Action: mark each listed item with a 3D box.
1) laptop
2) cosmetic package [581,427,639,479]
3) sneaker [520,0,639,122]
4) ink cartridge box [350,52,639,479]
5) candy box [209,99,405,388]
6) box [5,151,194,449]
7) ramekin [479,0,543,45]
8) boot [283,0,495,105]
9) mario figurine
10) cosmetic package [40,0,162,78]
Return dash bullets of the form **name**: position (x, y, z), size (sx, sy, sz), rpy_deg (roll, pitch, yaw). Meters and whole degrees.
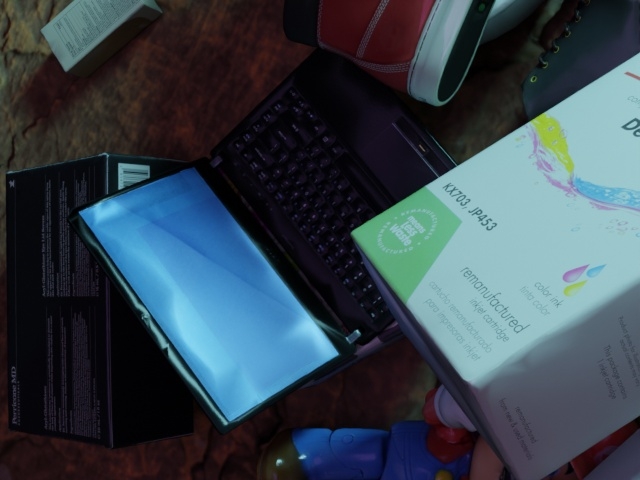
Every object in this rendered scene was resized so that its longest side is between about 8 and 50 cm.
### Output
- **laptop**: position (-0.029, -0.018, 0.808), size (0.264, 0.136, 0.234), rpy_deg (-42, 76, 14)
- **cosmetic package**: position (0.317, 0.256, 0.705), size (0.284, 0.097, 0.377), rpy_deg (40, 103, -18)
- **sneaker**: position (0.225, -0.181, 0.826), size (0.118, 0.083, 0.221), rpy_deg (-6, 87, 20)
- **ink cartridge box**: position (0.224, -0.015, 0.683), size (0.354, 0.119, 0.207), rpy_deg (-32, 34, -3)
- **candy box**: position (0.000, 0.000, 0.908), size (0.159, 0.071, 0.233), rpy_deg (-30, 78, 16)
- **box**: position (-0.217, 0.057, 0.938), size (0.184, 0.103, 0.261), rpy_deg (-3, 87, 42)
- **ramekin**: position (0.094, -0.296, 0.851), size (0.277, 0.135, 0.277), rpy_deg (-1, 87, 20)
- **boot**: position (0.066, -0.248, 0.744), size (0.176, 0.088, 0.244), rpy_deg (29, 101, 20)
- **mario figurine**: position (0.107, 0.205, 0.803), size (0.321, 0.198, 0.170), rpy_deg (-17, 70, 23)
- **cosmetic package**: position (-0.229, -0.229, 1.015), size (0.115, 0.041, 0.060), rpy_deg (-35, 78, 16)
